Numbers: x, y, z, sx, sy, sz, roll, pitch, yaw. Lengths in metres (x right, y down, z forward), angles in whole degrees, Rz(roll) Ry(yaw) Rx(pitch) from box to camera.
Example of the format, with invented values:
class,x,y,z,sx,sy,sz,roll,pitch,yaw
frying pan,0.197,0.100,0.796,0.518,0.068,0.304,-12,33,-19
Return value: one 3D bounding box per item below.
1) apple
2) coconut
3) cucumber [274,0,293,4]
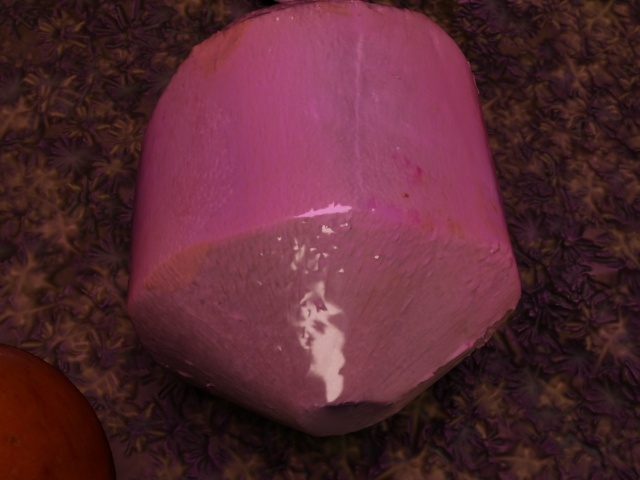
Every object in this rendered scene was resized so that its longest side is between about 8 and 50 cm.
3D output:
class,x,y,z,sx,sy,sz,roll,pitch,yaw
apple,-0.259,0.193,0.845,0.236,0.237,0.208,-28,84,-18
coconut,0.000,0.000,0.934,0.297,0.297,0.310,1,60,-4
cucumber,-0.032,-0.264,1.205,0.107,0.035,0.067,42,85,16
